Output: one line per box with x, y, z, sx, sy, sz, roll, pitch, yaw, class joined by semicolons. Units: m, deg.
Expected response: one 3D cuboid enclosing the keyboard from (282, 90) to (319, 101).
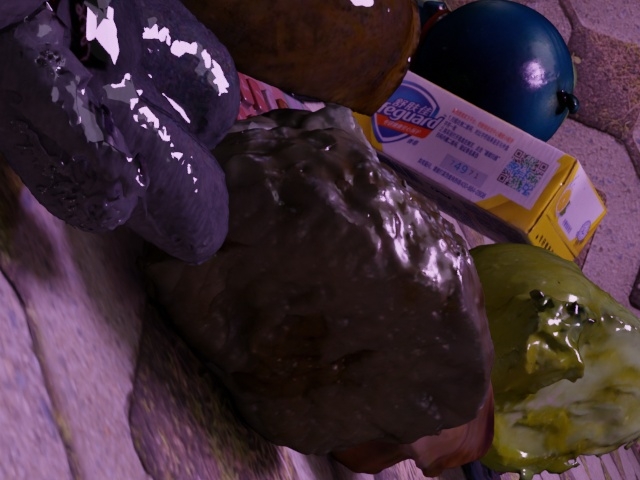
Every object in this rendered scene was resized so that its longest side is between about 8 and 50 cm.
-0.021;-0.173;1.588;0.231;0.023;0.072;-25;95;-78;keyboard

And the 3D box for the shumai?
0.000;0.001;0.991;0.218;0.189;0.256;-97;164;-47;shumai

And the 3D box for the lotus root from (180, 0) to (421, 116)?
-0.035;-0.203;1.053;0.260;0.149;0.267;31;19;-25;lotus root

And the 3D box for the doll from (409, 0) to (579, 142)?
0.182;-0.207;1.953;0.186;0.322;0.198;-9;110;-53;doll

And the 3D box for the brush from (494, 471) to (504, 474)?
0.214;0.176;1.787;0.071;0.084;0.301;62;19;-20;brush

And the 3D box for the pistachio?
0.061;0.101;1.183;0.165;0.130;0.210;41;25;-18;pistachio

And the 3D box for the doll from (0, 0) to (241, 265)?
-0.118;-0.130;0.731;0.340;0.158;0.246;41;35;-39;doll

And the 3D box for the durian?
0.204;0.112;1.533;0.256;0.204;0.340;26;7;-25;durian

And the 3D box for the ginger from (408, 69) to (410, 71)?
0.106;-0.129;1.882;0.204;0.080;0.104;62;8;-9;ginger

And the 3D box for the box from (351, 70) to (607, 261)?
0.162;-0.078;1.687;0.265;0.097;0.168;32;-4;29;box

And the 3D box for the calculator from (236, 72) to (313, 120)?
-0.035;-0.047;1.263;0.330;0.048;0.220;31;38;-64;calculator

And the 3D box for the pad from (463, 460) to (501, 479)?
0.160;0.217;1.647;0.245;0.006;0.170;67;12;9;pad
